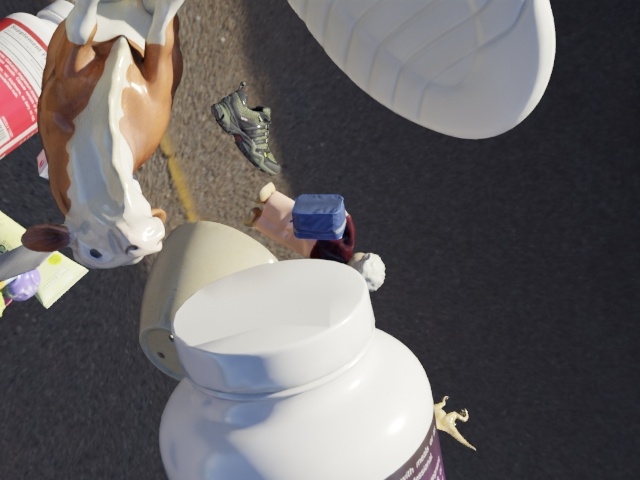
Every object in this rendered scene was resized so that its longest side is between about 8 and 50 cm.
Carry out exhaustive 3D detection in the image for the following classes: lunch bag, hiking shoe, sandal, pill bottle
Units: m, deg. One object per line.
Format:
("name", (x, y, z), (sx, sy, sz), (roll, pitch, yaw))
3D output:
("lunch bag", (-0.006, -0.036, 1.402), (0.098, 0.067, 0.065), (2, 124, 13))
("hiking shoe", (-0.141, -0.244, 1.824), (0.114, 0.086, 0.227), (-41, 124, -3))
("sandal", (0.021, -0.254, 0.619), (0.416, 0.169, 0.102), (43, 40, 0))
("pill bottle", (-0.002, 0.184, 0.559), (0.181, 0.181, 0.323), (-16, 113, -13))
("pill bottle", (-0.665, -0.336, 1.732), (0.229, 0.229, 0.408), (48, 62, -9))

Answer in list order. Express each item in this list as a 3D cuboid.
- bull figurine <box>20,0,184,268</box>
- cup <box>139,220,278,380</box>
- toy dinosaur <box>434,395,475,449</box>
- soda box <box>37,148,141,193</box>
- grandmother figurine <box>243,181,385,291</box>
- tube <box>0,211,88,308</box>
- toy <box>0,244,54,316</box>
("bull figurine", (-0.145, -0.125, 0.583), (0.101, 0.310, 0.188), (10, 128, -20))
("cup", (-0.246, 0.159, 1.707), (0.331, 0.331, 0.237), (41, 46, -10))
("toy dinosaur", (0.249, 0.360, 1.611), (0.092, 0.183, 0.053), (-2, 128, -49))
("soda box", (-0.502, -0.141, 1.766), (0.216, 0.074, 0.069), (28, 112, -38))
("grandmother figurine", (0.000, 0.000, 1.844), (0.342, 0.104, 0.208), (34, 118, 7))
("tube", (-0.511, 0.015, 1.378), (0.240, 0.062, 0.070), (35, 104, 17))
("toy", (-0.382, 0.062, 0.913), (0.237, 0.137, 0.056), (-19, 111, 10))
